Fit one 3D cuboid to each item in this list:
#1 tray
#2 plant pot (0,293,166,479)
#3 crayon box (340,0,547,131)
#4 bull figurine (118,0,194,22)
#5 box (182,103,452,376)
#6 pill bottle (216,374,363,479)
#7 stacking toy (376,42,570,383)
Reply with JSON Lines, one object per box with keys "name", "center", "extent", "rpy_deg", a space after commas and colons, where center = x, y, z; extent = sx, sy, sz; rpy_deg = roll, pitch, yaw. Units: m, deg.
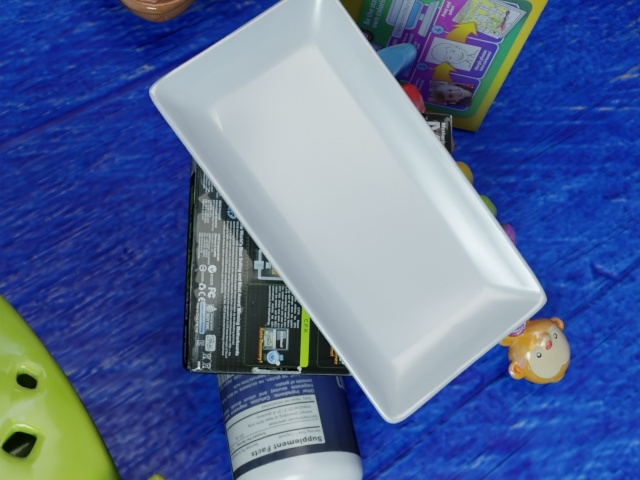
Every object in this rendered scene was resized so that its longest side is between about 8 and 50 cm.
{"name": "tray", "center": [0.020, -0.027, 0.651], "extent": [0.145, 0.030, 0.270], "rpy_deg": [-36, 91, -16]}
{"name": "plant pot", "center": [-0.202, 0.193, 0.559], "extent": [0.207, 0.227, 0.228], "rpy_deg": [36, 61, 18]}
{"name": "crayon box", "center": [0.099, -0.215, 0.831], "extent": [0.165, 0.278, 0.081], "rpy_deg": [13, 61, -5]}
{"name": "bull figurine", "center": [-0.200, -0.329, 0.937], "extent": [0.188, 0.101, 0.310], "rpy_deg": [-32, 71, -27]}
{"name": "box", "center": [0.000, 0.000, 0.682], "extent": [0.184, 0.045, 0.190], "rpy_deg": [2, 83, -14]}
{"name": "pill bottle", "center": [-0.022, 0.144, 0.713], "extent": [0.094, 0.094, 0.169], "rpy_deg": [-6, 63, -14]}
{"name": "stacking toy", "center": [0.093, 0.005, 0.799], "extent": [0.302, 0.166, 0.175], "rpy_deg": [46, 66, 1]}
